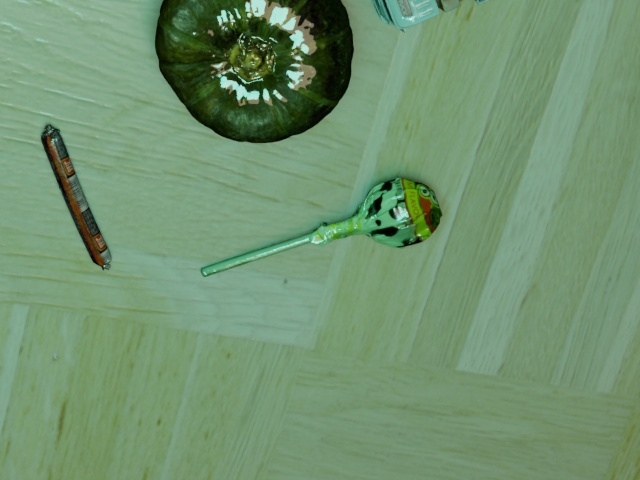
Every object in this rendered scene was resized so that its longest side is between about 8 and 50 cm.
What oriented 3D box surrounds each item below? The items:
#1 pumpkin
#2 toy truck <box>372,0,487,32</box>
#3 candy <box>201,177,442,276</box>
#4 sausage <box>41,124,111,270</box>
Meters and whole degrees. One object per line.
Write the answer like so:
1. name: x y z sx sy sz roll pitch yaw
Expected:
1. pumpkin: -0.071 -0.217 1.432 0.224 0.157 0.223 2 110 5
2. toy truck: 0.148 -0.300 1.469 0.178 0.115 0.080 -24 117 0
3. candy: 0.000 0.000 1.603 0.306 0.083 0.091 -18 134 4
4. sausage: -0.286 -0.048 1.527 0.028 0.025 0.198 -37 123 -31
